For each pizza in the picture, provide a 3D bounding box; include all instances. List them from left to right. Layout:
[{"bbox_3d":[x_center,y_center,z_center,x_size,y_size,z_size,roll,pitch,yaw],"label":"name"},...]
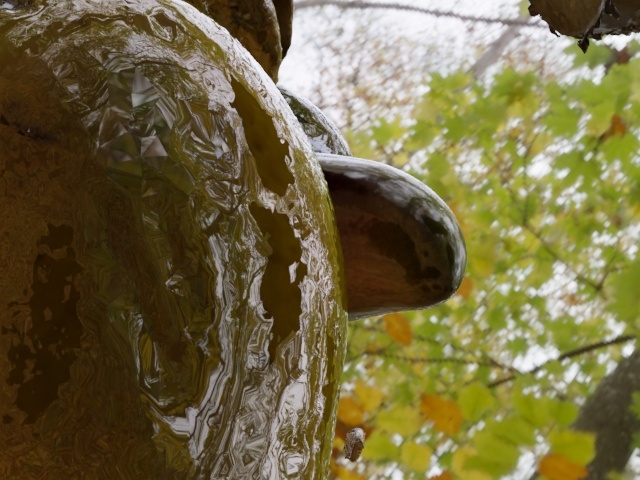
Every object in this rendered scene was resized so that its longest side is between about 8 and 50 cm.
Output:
[{"bbox_3d":[0.037,0.219,1.289,0.016,0.037,0.083,19,-11,-5],"label":"pizza"}]

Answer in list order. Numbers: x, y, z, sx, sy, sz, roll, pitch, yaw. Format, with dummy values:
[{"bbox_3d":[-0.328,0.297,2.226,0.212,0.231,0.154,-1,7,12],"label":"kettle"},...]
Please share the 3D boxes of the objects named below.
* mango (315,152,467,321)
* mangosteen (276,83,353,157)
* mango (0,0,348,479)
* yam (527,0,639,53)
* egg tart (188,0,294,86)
[{"bbox_3d":[0.000,0.000,0.924,0.268,0.111,0.133,11,-85,37],"label":"mango"},{"bbox_3d":[-0.101,-0.018,1.230,0.297,0.297,0.313,-5,-89,37],"label":"mangosteen"},{"bbox_3d":[-0.113,0.077,0.638,0.221,0.301,0.444,-14,-93,52],"label":"mango"},{"bbox_3d":[0.258,-0.195,0.734,0.131,0.280,0.131,170,-90,-78],"label":"yam"},{"bbox_3d":[-0.166,-0.166,0.902,0.297,0.132,0.297,21,-34,14],"label":"egg tart"}]
